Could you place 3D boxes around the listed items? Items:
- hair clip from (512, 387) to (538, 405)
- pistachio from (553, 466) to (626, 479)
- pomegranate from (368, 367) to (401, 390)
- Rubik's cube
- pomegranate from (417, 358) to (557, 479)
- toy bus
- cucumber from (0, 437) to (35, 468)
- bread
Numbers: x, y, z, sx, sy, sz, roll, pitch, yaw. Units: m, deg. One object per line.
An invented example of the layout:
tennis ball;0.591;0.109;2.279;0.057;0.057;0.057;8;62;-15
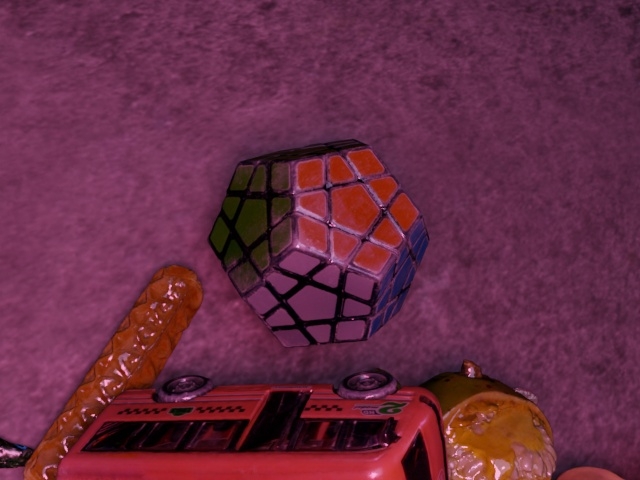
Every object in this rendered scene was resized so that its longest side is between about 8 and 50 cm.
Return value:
hair clip;0.318;0.309;1.222;0.054;0.022;0.137;21;67;-10
pistachio;0.410;0.483;1.080;0.230;0.230;0.308;-22;77;-23
pomegranate;0.082;0.237;1.144;0.073;0.073;0.084;37;73;-3
Rubik's cube;0.000;-0.001;1.088;0.264;0.319;0.319;26;63;19
pomegranate;0.191;0.342;1.065;0.261;0.260;0.340;18;96;-12
toy bus;-0.071;0.287;0.885;0.427;0.233;0.203;-4;104;15
cucumber;-0.495;0.247;0.964;0.257;0.043;0.044;21;72;-11
bread;-0.275;0.189;1.038;0.084;0.077;0.367;32;64;-4
